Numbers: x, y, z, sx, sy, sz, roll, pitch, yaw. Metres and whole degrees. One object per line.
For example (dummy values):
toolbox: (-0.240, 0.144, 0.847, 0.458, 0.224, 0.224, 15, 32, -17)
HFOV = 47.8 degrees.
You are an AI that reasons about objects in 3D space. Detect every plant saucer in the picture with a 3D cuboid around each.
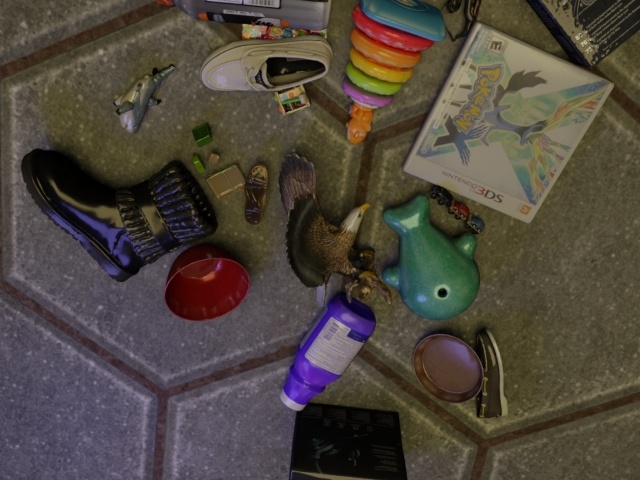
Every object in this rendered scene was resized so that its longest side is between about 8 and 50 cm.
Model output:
plant saucer: (0.290, 0.284, 1.625, 0.169, 0.029, 0.168, 10, 111, 29)

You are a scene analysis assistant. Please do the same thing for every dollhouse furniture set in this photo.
dollhouse furniture set: (-0.219, -0.165, 1.511, 0.076, 0.058, 0.151, -27, 126, 2)

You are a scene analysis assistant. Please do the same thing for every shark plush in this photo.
shark plush: (-0.355, -0.295, 1.467, 0.067, 0.073, 0.161, 40, 85, -32)

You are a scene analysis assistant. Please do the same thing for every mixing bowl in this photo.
mixing bowl: (-0.250, 0.076, 1.541, 0.182, 0.098, 0.181, -12, 133, -14)

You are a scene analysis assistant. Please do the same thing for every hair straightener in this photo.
hair straightener: (0.275, -0.496, 1.377, 0.089, 0.047, 0.230, 12, 114, -3)

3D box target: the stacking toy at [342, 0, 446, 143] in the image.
stacking toy: (0.107, -0.321, 1.398, 0.166, 0.175, 0.301, 15, 123, -10)

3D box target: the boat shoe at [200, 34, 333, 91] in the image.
boat shoe: (-0.108, -0.329, 1.397, 0.268, 0.088, 0.096, -4, 132, 7)

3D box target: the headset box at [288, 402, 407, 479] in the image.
headset box: (0.056, 0.498, 1.604, 0.247, 0.283, 0.131, 6, 109, -2)

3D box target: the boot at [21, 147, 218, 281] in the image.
boot: (-0.402, -0.098, 1.477, 0.260, 0.131, 0.348, -30, 117, 18)

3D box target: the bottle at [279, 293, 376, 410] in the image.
bottle: (0.008, 0.257, 1.619, 0.118, 0.092, 0.282, 29, 108, -13)

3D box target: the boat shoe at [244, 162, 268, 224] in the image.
boat shoe: (-0.134, -0.102, 1.519, 0.050, 0.045, 0.135, 15, 113, 4)

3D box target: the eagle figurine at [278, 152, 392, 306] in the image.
eagle figurine: (0.006, -0.010, 1.467, 0.298, 0.226, 0.225, 35, 70, -27)

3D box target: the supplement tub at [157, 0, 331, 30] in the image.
supplement tub: (-0.132, -0.490, 1.303, 0.316, 0.193, 0.193, 6, 110, 0)

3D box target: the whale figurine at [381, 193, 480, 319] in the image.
whale figurine: (0.228, 0.044, 1.513, 0.216, 0.141, 0.271, -22, 105, 9)

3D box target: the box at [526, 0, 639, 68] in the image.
box: (0.492, -0.451, 1.349, 0.153, 0.108, 0.207, -39, 104, 14)

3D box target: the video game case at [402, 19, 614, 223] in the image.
video game case: (0.369, -0.228, 1.452, 0.300, 0.036, 0.328, 22, 114, -7)

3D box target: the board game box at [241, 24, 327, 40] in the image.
board game box: (-0.071, -0.402, 1.417, 0.169, 0.033, 0.133, -18, 108, 8)

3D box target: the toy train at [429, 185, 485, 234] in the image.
toy train: (0.293, -0.063, 1.520, 0.158, 0.027, 0.036, 38, 137, -21)

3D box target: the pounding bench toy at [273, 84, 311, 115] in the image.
pounding bench toy: (-0.058, -0.281, 1.433, 0.065, 0.083, 0.052, -19, 108, 7)

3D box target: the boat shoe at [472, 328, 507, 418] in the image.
boat shoe: (0.374, 0.308, 1.636, 0.069, 0.081, 0.227, -13, 111, 1)
